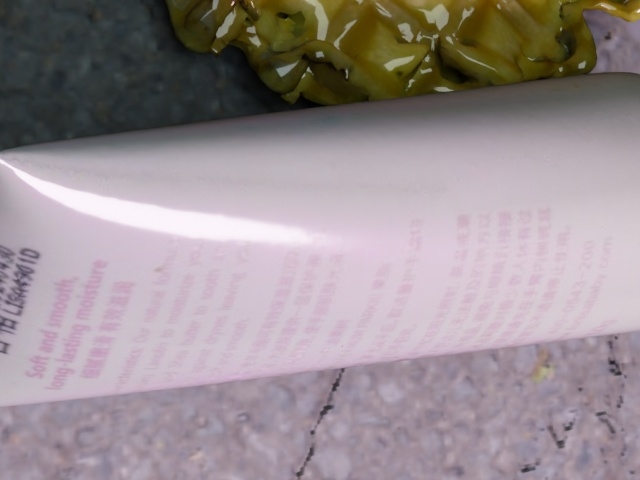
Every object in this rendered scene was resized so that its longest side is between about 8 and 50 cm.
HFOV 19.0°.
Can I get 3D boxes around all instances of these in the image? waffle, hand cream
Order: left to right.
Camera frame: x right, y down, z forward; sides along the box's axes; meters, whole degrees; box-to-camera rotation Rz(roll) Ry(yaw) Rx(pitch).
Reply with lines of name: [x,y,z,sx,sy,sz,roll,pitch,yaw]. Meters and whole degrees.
hand cream: [0.000,0.000,0.810,0.358,0.185,0.118,-7,61,-25]
waffle: [0.036,-0.186,0.873,0.280,0.060,0.262,-9,92,-18]
